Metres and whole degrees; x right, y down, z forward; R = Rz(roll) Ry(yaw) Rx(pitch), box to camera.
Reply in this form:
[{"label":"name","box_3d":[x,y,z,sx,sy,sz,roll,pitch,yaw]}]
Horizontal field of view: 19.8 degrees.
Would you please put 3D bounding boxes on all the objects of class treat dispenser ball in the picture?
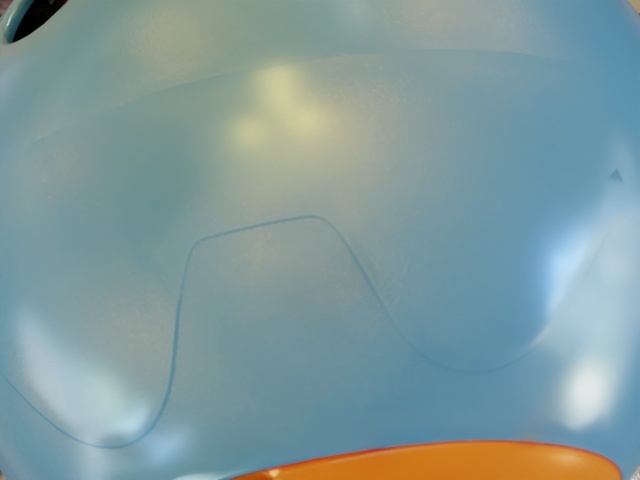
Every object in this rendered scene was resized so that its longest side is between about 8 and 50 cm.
[{"label":"treat dispenser ball","box_3d":[0.000,0.000,0.689,0.288,0.288,0.288,0,93,-2]}]

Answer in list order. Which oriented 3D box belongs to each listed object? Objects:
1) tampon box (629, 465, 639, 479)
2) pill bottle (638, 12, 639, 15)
[{"label":"tampon box","box_3d":[0.190,0.228,1.432,0.161,0.120,0.101,-35,109,-33]},{"label":"pill bottle","box_3d":[0.265,-0.109,1.365,0.130,0.130,0.246,46,117,-4]}]
